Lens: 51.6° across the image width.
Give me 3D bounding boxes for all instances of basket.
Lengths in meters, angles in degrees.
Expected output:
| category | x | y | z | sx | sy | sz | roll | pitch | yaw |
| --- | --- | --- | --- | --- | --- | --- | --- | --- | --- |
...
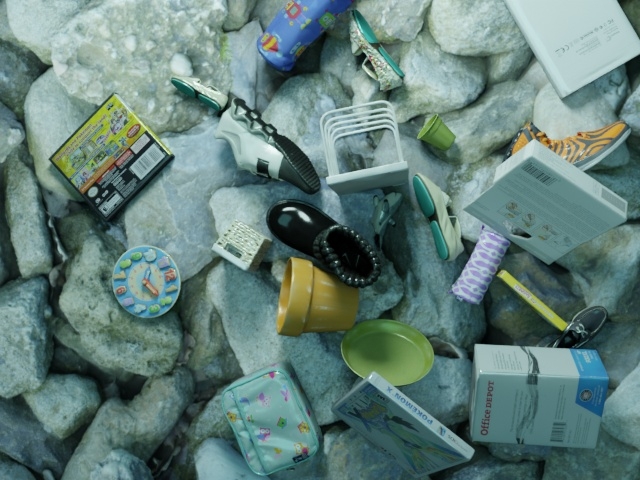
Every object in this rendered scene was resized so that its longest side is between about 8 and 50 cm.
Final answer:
| category | x | y | z | sx | sy | sz | roll | pitch | yaw |
| --- | --- | --- | --- | --- | --- | --- | --- | --- | --- |
| basket | -0.204 | 0.013 | 1.768 | 0.113 | 0.167 | 0.103 | 32 | 89 | 4 |

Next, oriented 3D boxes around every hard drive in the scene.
| category | x | y | z | sx | sy | sz | roll | pitch | yaw |
| --- | --- | --- | --- | --- | --- | --- | --- | --- | --- |
| hard drive | 0.639 | -0.577 | 1.708 | 0.233 | 0.047 | 0.353 | -30 | 89 | 7 |

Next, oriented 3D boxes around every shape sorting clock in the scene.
| category | x | y | z | sx | sy | sz | roll | pitch | yaw |
| --- | --- | --- | --- | --- | --- | --- | --- | --- | --- |
| shape sorting clock | -0.491 | 0.116 | 1.865 | 0.206 | 0.040 | 0.206 | 0 | 91 | 7 |

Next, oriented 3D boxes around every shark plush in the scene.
| category | x | y | z | sx | sy | sz | roll | pitch | yaw |
| --- | --- | --- | --- | --- | --- | --- | --- | --- | --- |
| shark plush | 0.178 | -0.051 | 1.776 | 0.067 | 0.073 | 0.161 | 9 | 88 | -24 |

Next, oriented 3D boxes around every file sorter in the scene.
| category | x | y | z | sx | sy | sz | roll | pitch | yaw |
| --- | --- | --- | --- | --- | --- | --- | --- | --- | --- |
| file sorter | 0.112 | -0.224 | 1.669 | 0.193 | 0.277 | 0.173 | -10 | 86 | 7 |

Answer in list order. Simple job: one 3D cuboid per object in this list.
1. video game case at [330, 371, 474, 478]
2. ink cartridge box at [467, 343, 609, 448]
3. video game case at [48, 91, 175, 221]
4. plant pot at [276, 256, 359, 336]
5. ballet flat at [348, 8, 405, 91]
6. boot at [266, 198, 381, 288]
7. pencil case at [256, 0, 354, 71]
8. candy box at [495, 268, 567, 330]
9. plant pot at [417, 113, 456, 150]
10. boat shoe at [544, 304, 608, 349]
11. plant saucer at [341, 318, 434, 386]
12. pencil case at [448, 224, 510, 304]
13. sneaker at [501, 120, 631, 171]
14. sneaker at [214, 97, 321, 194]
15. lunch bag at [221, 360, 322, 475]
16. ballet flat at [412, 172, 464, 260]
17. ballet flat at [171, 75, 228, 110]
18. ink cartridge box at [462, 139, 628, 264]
| category | x | y | z | sx | sy | sz | roll | pitch | yaw |
| --- | --- | --- | --- | --- | --- | --- | --- | --- | --- |
| video game case | 0.192 | 0.476 | 1.673 | 0.300 | 0.329 | 0.036 | 38 | 59 | 4 |
| ink cartridge box | 0.538 | 0.392 | 1.673 | 0.307 | 0.129 | 0.223 | 2 | 116 | 6 |
| video game case | -0.590 | -0.234 | 1.870 | 0.275 | 0.035 | 0.248 | -43 | 87 | 7 |
| plant pot | -0.004 | 0.160 | 1.743 | 0.188 | 0.205 | 0.205 | 10 | 93 | -10 |
| ballet flat | 0.130 | -0.497 | 1.756 | 0.077 | 0.091 | 0.241 | -37 | 83 | 29 |
| boot | 0.003 | -0.003 | 1.691 | 0.348 | 0.260 | 0.131 | 27 | 94 | 5 |
| pencil case | -0.034 | -0.575 | 1.724 | 0.306 | 0.133 | 0.119 | -43 | 60 | 20 |
| candy box | 0.540 | 0.151 | 1.711 | 0.206 | 0.105 | 0.027 | 41 | 96 | 4 |
| plant pot | 0.312 | -0.278 | 1.744 | 0.079 | 0.083 | 0.083 | 36 | 95 | -7 |
| boat shoe | 0.669 | 0.248 | 1.719 | 0.206 | 0.065 | 0.075 | -43 | 87 | 6 |
| plant saucer | 0.172 | 0.297 | 1.717 | 0.241 | 0.241 | 0.037 | 8 | 125 | 6 |
| pencil case | 0.418 | 0.070 | 1.738 | 0.088 | 0.086 | 0.206 | 30 | 94 | 33 |
| sneaker | 0.610 | -0.247 | 1.682 | 0.321 | 0.124 | 0.180 | -33 | 89 | 7 |
| sneaker | -0.146 | -0.221 | 1.789 | 0.330 | 0.122 | 0.146 | 43 | 114 | 3 |
| lunch bag | -0.134 | 0.491 | 1.799 | 0.224 | 0.108 | 0.279 | -23 | 89 | 7 |
| ballet flat | 0.318 | -0.068 | 1.753 | 0.086 | 0.086 | 0.248 | -19 | 91 | 7 |
| ballet flat | -0.332 | -0.416 | 1.832 | 0.168 | 0.057 | 0.052 | 31 | 67 | 1 |
| ink cartridge box | 0.550 | -0.087 | 1.641 | 0.296 | 0.261 | 0.066 | 31 | 54 | -12 |
